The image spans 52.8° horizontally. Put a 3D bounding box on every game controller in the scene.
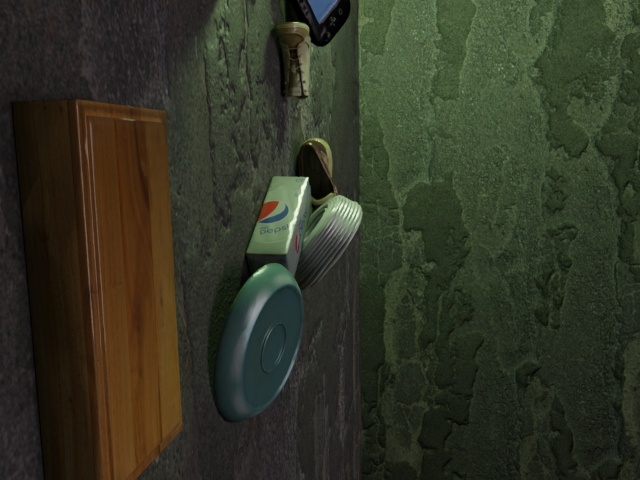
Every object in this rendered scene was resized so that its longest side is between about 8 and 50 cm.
[{"bbox_3d":[-0.018,-0.648,1.618,0.166,0.067,0.319,-48,142,-10],"label":"game controller"}]

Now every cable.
[{"bbox_3d":[0.000,0.000,1.570,0.257,0.089,0.257,-46,-168,33],"label":"cable"}]

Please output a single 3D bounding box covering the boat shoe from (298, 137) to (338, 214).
[{"bbox_3d":[-0.004,-0.114,1.813,0.123,0.123,0.342,-55,139,-74],"label":"boat shoe"}]

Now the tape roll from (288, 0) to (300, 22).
[{"bbox_3d":[-0.034,-0.701,1.773,0.219,0.072,0.220,0,90,-80],"label":"tape roll"}]

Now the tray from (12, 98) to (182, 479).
[{"bbox_3d":[-0.233,0.058,0.726,0.203,0.076,0.412,-38,127,-77],"label":"tray"}]

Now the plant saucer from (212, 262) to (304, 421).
[{"bbox_3d":[-0.105,0.203,1.258,0.317,0.043,0.318,12,90,-68],"label":"plant saucer"}]

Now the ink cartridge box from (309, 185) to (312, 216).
[{"bbox_3d":[-0.054,-0.079,1.730,0.088,0.052,0.123,-60,150,-70],"label":"ink cartridge box"}]

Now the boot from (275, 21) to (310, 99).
[{"bbox_3d":[-0.065,-0.443,1.606,0.213,0.077,0.165,-10,102,-82],"label":"boot"}]

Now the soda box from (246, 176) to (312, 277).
[{"bbox_3d":[-0.087,-0.027,1.450,0.286,0.091,0.098,-77,165,-48],"label":"soda box"}]
